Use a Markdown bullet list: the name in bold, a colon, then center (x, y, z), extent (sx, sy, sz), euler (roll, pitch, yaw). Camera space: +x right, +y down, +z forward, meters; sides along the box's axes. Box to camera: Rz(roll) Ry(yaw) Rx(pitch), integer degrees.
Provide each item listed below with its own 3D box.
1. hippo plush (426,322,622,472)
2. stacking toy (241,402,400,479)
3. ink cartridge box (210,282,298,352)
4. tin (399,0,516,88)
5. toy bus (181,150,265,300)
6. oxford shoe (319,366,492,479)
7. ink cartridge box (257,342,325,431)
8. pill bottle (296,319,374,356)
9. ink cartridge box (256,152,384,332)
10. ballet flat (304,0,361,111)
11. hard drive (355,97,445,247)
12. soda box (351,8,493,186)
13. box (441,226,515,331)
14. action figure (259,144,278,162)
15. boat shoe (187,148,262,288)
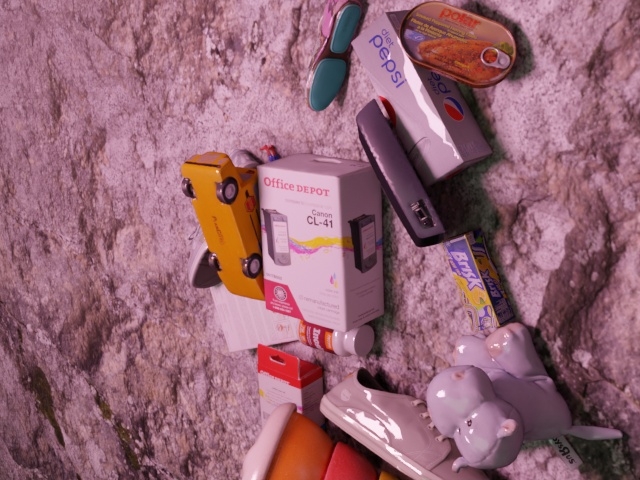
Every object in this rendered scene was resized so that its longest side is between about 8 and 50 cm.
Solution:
- **hippo plush**: center (0.281, 0.303, 1.429), extent (0.294, 0.236, 0.234), euler (52, 133, 17)
- **stacking toy**: center (0.070, 0.554, 1.681), extent (0.479, 0.351, 0.351), euler (19, 121, 6)
- **ink cartridge box**: center (-0.130, 0.145, 1.918), extent (0.224, 0.056, 0.181), euler (-15, 94, 27)
- **tin**: center (0.218, -0.311, 1.362), extent (0.189, 0.040, 0.106), euler (25, 94, 12)
- **toy bus**: center (-0.165, -0.031, 1.722), extent (0.108, 0.130, 0.333), euler (10, 130, 34)
- **oxford shoe**: center (0.194, 0.377, 1.614), extent (0.449, 0.169, 0.130), euler (30, 87, 32)
- **ink cartridge box**: center (-0.064, 0.335, 1.885), extent (0.134, 0.078, 0.231), euler (13, 113, 40)
- **pill bottle**: center (0.030, 0.187, 1.737), extent (0.152, 0.086, 0.086), euler (10, 111, 42)
- **ink cartridge box**: center (0.000, 0.000, 1.671), extent (0.226, 0.131, 0.307), euler (12, 113, 41)
- **ballet flat**: center (0.014, -0.351, 1.584), extent (0.079, 0.076, 0.222), euler (49, 130, 45)
- **hard drive**: center (0.135, -0.107, 1.486), extent (0.054, 0.172, 0.255), euler (-27, 81, 1)
- **soda box**: center (0.169, -0.242, 1.449), extent (0.098, 0.091, 0.286), euler (-33, 81, 45)
- **box**: center (0.272, 0.067, 1.485), extent (0.059, 0.054, 0.169), euler (-21, 89, 45)
- **action figure**: center (-0.089, -0.142, 1.773), extent (0.030, 0.038, 0.115), euler (-32, 79, 23)
- **boat shoe**: center (-0.210, -0.041, 1.862), extent (0.103, 0.118, 0.321), euler (45, 121, 41)
